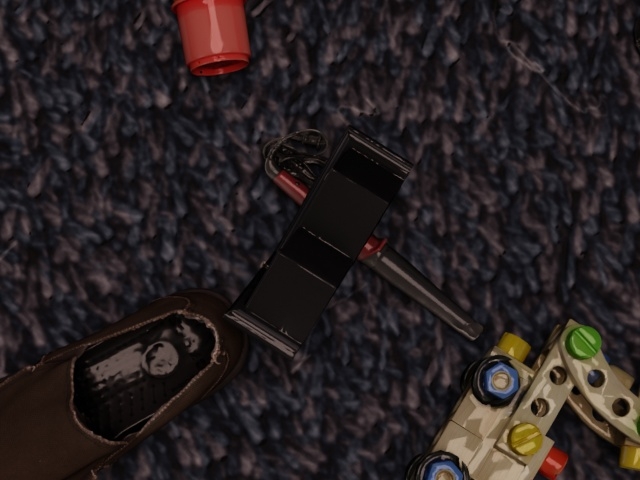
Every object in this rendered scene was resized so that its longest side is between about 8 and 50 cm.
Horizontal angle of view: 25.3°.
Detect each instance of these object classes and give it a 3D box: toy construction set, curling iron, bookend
[{"bbox_3d":[0.206,0.206,1.281,0.215,0.151,0.328,32,65,0],"label":"toy construction set"},{"bbox_3d":[0.052,-0.005,1.359,0.068,0.035,0.274,-44,86,-9],"label":"curling iron"},{"bbox_3d":[0.000,0.000,1.265,0.072,0.157,0.156,32,117,2],"label":"bookend"}]

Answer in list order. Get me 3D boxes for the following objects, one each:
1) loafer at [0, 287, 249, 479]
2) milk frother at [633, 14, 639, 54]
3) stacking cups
[{"bbox_3d":[-0.231,0.152,1.270,0.366,0.130,0.134,-36,85,-8],"label":"loafer"},{"bbox_3d":[0.362,-0.245,1.364,0.129,0.135,0.143,14,76,30],"label":"milk frother"},{"bbox_3d":[-0.126,-0.318,1.366,0.096,0.096,0.316,-8,82,-5],"label":"stacking cups"}]
